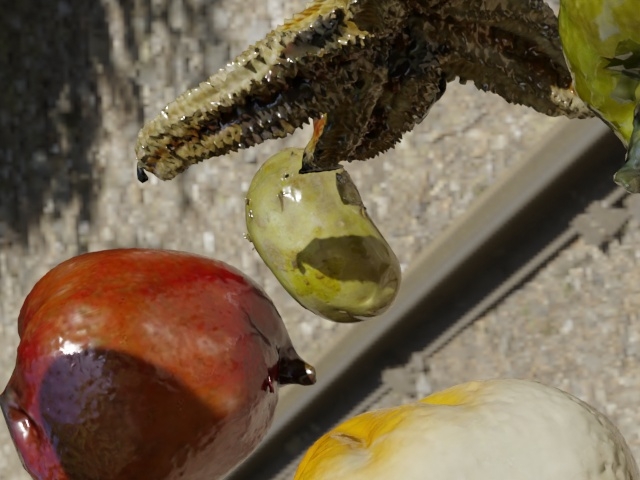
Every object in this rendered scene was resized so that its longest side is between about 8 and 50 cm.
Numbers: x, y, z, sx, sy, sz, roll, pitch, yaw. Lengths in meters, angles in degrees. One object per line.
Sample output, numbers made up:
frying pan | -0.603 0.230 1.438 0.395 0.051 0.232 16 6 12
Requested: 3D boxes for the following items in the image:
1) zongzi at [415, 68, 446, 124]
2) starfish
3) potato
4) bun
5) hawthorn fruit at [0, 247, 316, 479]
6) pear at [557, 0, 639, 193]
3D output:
zongzi | 0.095 -0.323 1.632 0.134 0.288 0.286 0 135 26
starfish | 0.051 -0.122 0.766 0.113 0.312 0.303 67 150 29
potato | 0.000 0.000 0.933 0.091 0.070 0.138 -31 92 38
bun | 0.064 0.196 0.890 0.165 0.299 0.299 50 135 33
hawthorn fruit | -0.189 0.136 1.393 0.295 0.311 0.295 41 149 30
pear | 0.243 -0.140 0.547 0.287 0.375 0.287 43 163 16
